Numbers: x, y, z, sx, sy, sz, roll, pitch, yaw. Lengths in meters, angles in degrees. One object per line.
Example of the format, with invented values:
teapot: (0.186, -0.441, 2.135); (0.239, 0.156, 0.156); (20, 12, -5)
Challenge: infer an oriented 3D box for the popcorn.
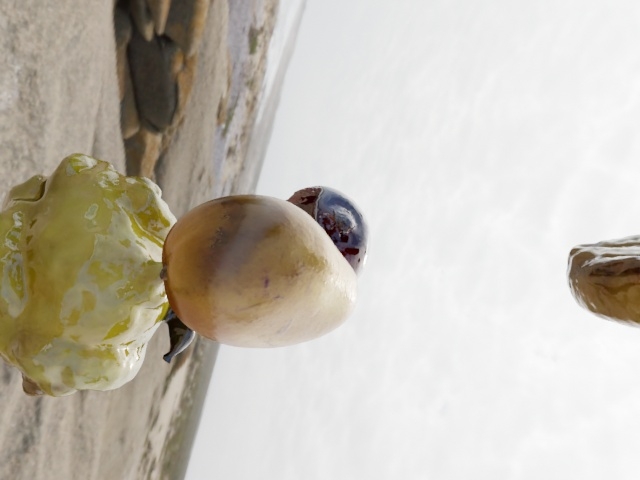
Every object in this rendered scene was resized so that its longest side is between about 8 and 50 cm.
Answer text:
popcorn: (-0.314, 0.048, 0.723); (0.281, 0.316, 0.297); (48, 17, -50)

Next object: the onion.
onion: (0.000, 0.000, 0.714); (0.131, 0.131, 0.131); (-164, -90, -82)

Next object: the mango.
mango: (-0.045, 0.038, 0.550); (0.145, 0.219, 0.112); (-41, -132, 18)

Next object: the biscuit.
biscuit: (0.396, 0.035, 0.615); (0.213, 0.274, 0.091); (-29, 109, -63)
